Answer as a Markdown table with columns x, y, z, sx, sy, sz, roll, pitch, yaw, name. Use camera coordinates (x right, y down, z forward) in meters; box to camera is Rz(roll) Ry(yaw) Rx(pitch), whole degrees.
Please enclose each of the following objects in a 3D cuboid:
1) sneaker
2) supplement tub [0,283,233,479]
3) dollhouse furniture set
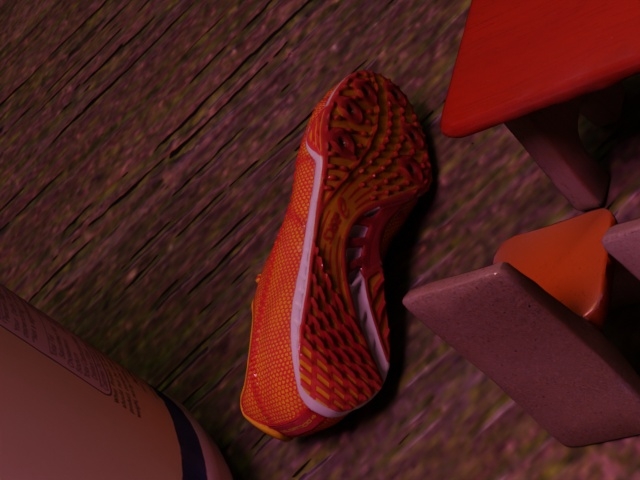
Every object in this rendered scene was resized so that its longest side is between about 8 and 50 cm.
| x | y | z | sx | sy | sz | roll | pitch | yaw | name |
| --- | --- | --- | --- | --- | --- | --- | --- | --- | --- |
| 0.000 | 0.000 | 0.660 | 0.067 | 0.064 | 0.175 | -30 | 33 | 47 | sneaker |
| -0.213 | 0.093 | 0.582 | 0.235 | 0.325 | 0.235 | -32 | 36 | 28 | supplement tub |
| 0.144 | -0.097 | 0.503 | 0.259 | 0.135 | 0.262 | -19 | 44 | 41 | dollhouse furniture set |
